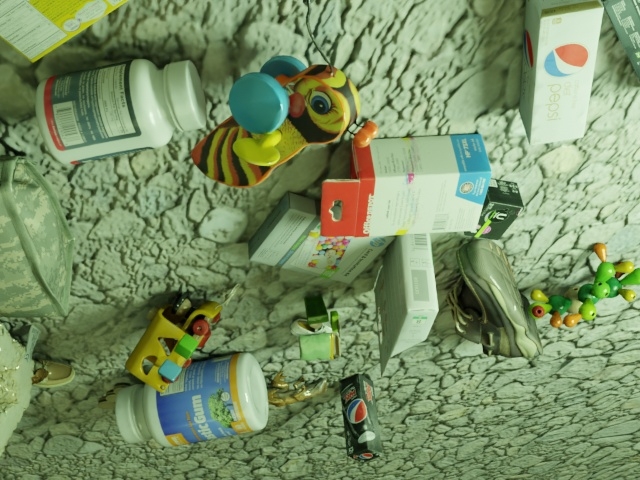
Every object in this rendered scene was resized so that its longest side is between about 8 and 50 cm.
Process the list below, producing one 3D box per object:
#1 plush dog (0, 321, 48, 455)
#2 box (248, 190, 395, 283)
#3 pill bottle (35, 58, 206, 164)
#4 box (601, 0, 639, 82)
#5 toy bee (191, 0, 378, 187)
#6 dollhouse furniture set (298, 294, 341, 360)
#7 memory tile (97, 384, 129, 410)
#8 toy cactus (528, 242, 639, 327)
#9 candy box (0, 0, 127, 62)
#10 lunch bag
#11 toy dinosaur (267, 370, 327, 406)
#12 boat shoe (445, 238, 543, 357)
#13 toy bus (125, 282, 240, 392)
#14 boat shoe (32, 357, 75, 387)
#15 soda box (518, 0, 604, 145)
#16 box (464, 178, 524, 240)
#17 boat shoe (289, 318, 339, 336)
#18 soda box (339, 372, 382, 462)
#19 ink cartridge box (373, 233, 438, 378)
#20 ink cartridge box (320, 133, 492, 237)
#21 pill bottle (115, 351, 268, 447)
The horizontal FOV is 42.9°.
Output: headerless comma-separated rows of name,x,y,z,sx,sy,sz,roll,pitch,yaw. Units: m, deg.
plush dog,-0.623,0.243,1.415,0.225,0.263,0.210,2,-176,8
box,0.000,0.000,1.278,0.186,0.038,0.145,14,140,-27
pill bottle,-0.233,-0.157,0.971,0.180,0.108,0.108,-10,144,6
box,0.446,-0.265,0.957,0.183,0.059,0.232,-25,139,25
toy bee,-0.025,-0.142,0.943,0.162,0.195,0.298,43,147,0
dollhouse furniture set,0.000,0.174,1.461,0.076,0.059,0.152,-7,125,-6
memory tile,-0.381,0.338,1.711,0.148,0.012,0.113,20,137,-31
toy cactus,0.452,0.091,1.423,0.218,0.112,0.180,-29,168,-6
candy box,-0.276,-0.275,0.871,0.205,0.027,0.105,-24,138,23
lunch bag,-0.478,-0.019,1.077,0.235,0.169,0.287,-3,148,-3
toy dinosaur,-0.090,0.328,1.694,0.211,0.064,0.112,-11,145,8
boat shoe,0.288,0.124,1.410,0.130,0.132,0.355,-19,141,17
toy bus,-0.249,0.154,1.393,0.104,0.202,0.191,33,145,0
boat shoe,-0.532,0.245,1.529,0.135,0.050,0.045,3,149,-12
soda box,0.289,-0.215,0.996,0.073,0.069,0.216,-9,143,4
box,0.258,-0.047,1.237,0.062,0.052,0.083,8,141,-17
boat shoe,-0.006,0.165,1.508,0.100,0.035,0.035,19,141,-20
soda box,0.082,0.364,1.677,0.053,0.169,0.060,-27,139,25
ink cartridge box,0.133,0.093,1.302,0.056,0.181,0.225,2,143,-5
ink cartridge box,0.112,-0.075,1.156,0.230,0.078,0.134,-3,143,-4
pill bottle,-0.250,0.316,1.579,0.271,0.152,0.152,-14,143,9
